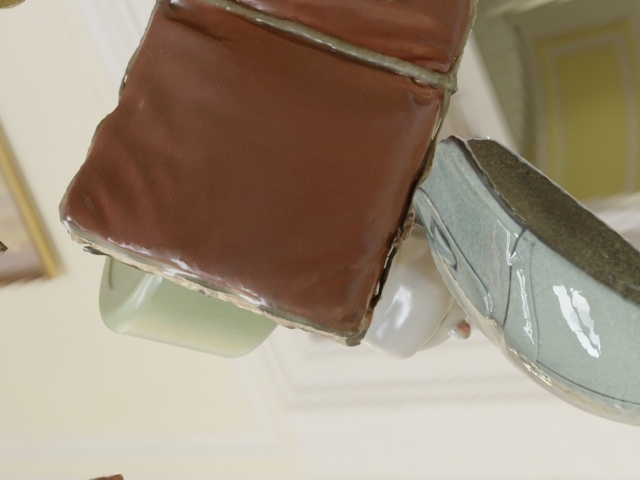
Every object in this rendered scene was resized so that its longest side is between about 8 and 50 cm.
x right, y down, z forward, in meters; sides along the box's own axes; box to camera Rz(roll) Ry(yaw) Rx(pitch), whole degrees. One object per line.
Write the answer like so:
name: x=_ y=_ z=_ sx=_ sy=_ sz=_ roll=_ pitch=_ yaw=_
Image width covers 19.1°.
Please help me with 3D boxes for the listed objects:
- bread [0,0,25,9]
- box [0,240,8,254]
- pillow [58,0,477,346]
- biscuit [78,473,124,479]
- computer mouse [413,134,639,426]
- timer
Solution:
bread: x=-0.188 y=-0.146 z=0.957 sx=0.110 sy=0.060 sz=0.066 roll=-3 pitch=165 yaw=-33
box: x=-0.302 y=0.034 z=1.344 sx=0.041 sy=0.050 sz=0.207 roll=-37 pitch=-177 yaw=34
pillow: x=-0.007 y=-0.077 z=0.735 sx=0.126 sy=0.232 sz=0.043 roll=16 pitch=156 yaw=6
biscuit: x=-0.192 y=0.192 z=1.444 sx=0.091 sy=0.015 sz=0.078 roll=-11 pitch=169 yaw=-39
computer mouse: x=0.114 y=0.026 z=1.010 sx=0.068 sy=0.113 sz=0.229 roll=-35 pitch=-121 yaw=-29
timer: x=0.000 y=0.000 z=1.703 sx=0.291 sy=0.315 sz=0.291 roll=-58 pitch=-163 yaw=30
